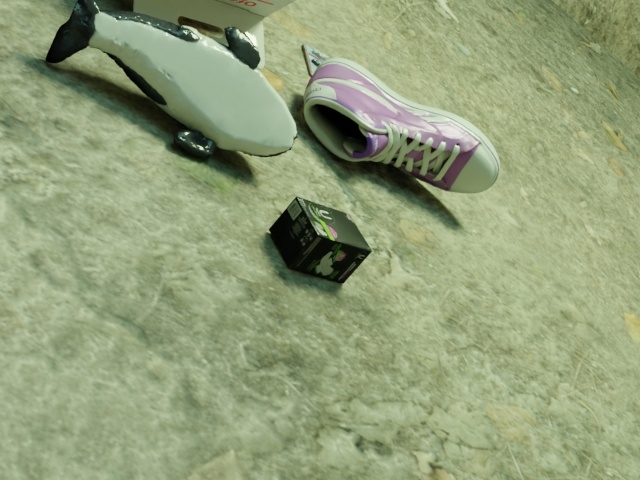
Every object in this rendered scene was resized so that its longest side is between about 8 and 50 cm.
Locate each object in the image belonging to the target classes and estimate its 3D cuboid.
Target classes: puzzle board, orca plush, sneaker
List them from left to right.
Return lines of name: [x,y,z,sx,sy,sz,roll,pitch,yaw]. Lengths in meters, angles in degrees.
orca plush: [-0.166,-0.164,1.476,0.287,0.102,0.151,11,80,-32]
puzzle board: [0.032,-0.232,1.951,0.128,0.011,0.096,28,25,-25]
sneaker: [0.100,-0.118,1.751,0.282,0.102,0.161,26,28,-5]

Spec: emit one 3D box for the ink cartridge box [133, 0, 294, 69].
ink cartridge box: [-0.115,-0.408,1.663,0.207,0.119,0.354,11,71,-37]

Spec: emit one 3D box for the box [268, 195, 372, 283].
box: [0.000,0.000,1.424,0.083,0.052,0.062,18,32,-43]
